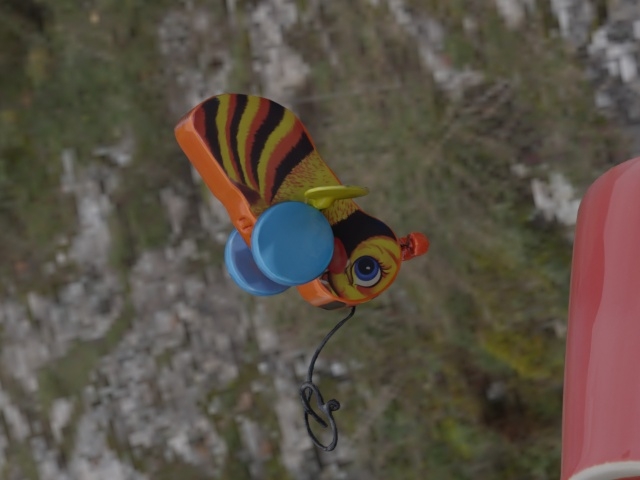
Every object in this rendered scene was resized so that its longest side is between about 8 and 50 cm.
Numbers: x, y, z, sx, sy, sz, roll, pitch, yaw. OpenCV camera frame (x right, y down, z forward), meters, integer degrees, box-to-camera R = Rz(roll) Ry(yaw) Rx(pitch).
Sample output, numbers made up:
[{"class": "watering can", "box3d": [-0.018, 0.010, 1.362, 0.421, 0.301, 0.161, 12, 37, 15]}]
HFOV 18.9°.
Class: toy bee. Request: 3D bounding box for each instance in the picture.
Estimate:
[{"class": "toy bee", "box3d": [0.000, 0.000, 1.646, 0.195, 0.162, 0.298, 21, 132, 59]}]

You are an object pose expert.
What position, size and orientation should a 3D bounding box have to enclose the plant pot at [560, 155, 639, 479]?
[{"class": "plant pot", "box3d": [0.296, 0.104, 1.400, 0.275, 0.275, 0.243, -27, 36, 52]}]
